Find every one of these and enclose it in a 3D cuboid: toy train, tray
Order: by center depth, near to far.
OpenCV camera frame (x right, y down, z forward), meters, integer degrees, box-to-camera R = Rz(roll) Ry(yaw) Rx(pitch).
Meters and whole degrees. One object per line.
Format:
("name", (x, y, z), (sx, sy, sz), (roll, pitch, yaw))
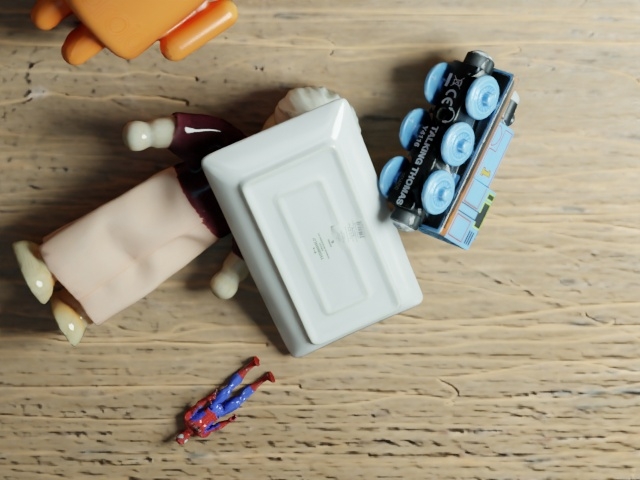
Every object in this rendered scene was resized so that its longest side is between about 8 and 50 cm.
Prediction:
("tray", (0.000, 0.000, 1.848), (0.145, 0.030, 0.270), (-24, 130, -1))
("toy train", (0.127, -0.085, 1.852), (0.105, 0.080, 0.184), (29, 84, -49))

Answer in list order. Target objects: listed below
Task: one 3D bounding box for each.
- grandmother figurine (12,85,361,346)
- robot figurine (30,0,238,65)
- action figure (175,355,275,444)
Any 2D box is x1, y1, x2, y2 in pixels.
("grandmother figurine", (-0.118, -0.040, 1.859), (0.342, 0.104, 0.208), (-30, 132, 2))
("robot figurine", (-0.158, -0.250, 1.779), (0.219, 0.128, 0.158), (-39, 64, 8))
("action figure", (-0.098, 0.163, 1.948), (0.115, 0.030, 0.038), (-40, 109, 10))
